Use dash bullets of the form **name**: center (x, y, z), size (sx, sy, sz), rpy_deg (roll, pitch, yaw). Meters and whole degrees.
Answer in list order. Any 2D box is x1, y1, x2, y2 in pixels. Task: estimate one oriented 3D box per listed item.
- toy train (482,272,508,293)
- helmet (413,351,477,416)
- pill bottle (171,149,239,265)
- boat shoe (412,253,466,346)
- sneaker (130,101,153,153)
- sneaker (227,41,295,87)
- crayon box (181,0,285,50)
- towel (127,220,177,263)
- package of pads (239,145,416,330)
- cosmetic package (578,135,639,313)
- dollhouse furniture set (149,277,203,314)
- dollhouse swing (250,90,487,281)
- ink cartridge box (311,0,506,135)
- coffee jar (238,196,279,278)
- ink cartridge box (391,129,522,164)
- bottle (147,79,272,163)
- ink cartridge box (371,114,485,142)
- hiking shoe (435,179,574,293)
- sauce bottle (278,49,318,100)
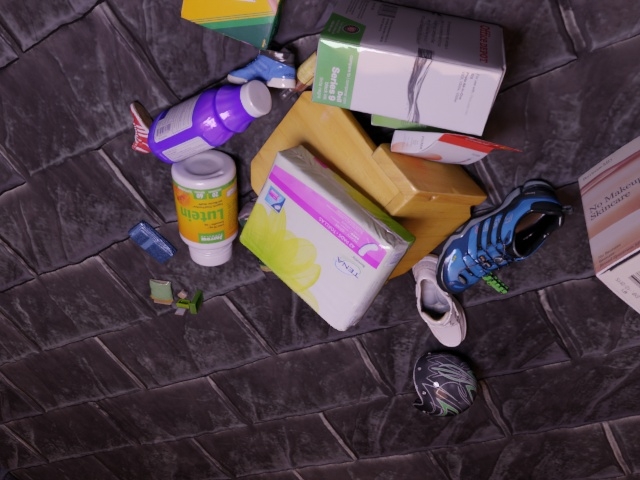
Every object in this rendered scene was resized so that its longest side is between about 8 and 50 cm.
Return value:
- **toy train**: center (0.395, 0.095, 1.444), size (0.083, 0.017, 0.023), rpy_deg (40, 137, -18)
- **helmet**: center (0.309, 0.359, 1.586), size (0.169, 0.169, 0.161), rpy_deg (15, 146, 3)
- **pill bottle**: center (-0.251, -0.066, 1.407), size (0.136, 0.136, 0.246), rpy_deg (9, 130, 8)
- **boat shoe**: center (0.272, 0.163, 1.478), size (0.098, 0.096, 0.277), rpy_deg (-13, 124, 23)
- **sneaker**: center (-0.391, -0.239, 1.367), size (0.067, 0.042, 0.118), rpy_deg (-16, 125, 21)
- **sneaker**: center (-0.112, -0.338, 1.208), size (0.152, 0.058, 0.085), rpy_deg (13, 108, 33)
- **crayon box**: center (-0.126, -0.487, 1.070), size (0.165, 0.081, 0.278), rpy_deg (21, 131, -2)
- **towel**: center (-0.422, 0.007, 1.582), size (0.067, 0.029, 0.119), rpy_deg (-30, 116, 33)
- **package of pads**: center (0.000, 0.000, 1.198), size (0.296, 0.101, 0.229), rpy_deg (41, 125, 18)
- **cosmetic package**: center (0.565, -0.035, 1.111), size (0.129, 0.296, 0.153), rpy_deg (37, 126, -14)
- **dollhouse furniture set**: center (-0.391, 0.155, 1.674), size (0.151, 0.059, 0.076), rpy_deg (8, 129, 9)
- **dollhouse swing**: center (0.080, -0.109, 1.335), size (0.315, 0.305, 0.347), rpy_deg (0, 145, -42)
- **ink cartridge box**: center (0.149, -0.298, 1.063), size (0.289, 0.211, 0.122), rpy_deg (13, 130, 5)
- **coffee jar**: center (-0.117, -0.003, 1.449), size (0.079, 0.096, 0.184), rpy_deg (-6, 126, 23)
- **ink cartridge box**: center (0.237, -0.158, 1.114), size (0.145, 0.179, 0.045), rpy_deg (5, 100, -39)
- **bottle**: center (-0.220, -0.238, 1.247), size (0.282, 0.118, 0.092), rpy_deg (-14, 139, 36)
- **ink cartridge box**: center (0.205, -0.246, 1.158), size (0.209, 0.109, 0.062), rpy_deg (11, 131, 6)
- **hiking shoe**: center (0.349, 0.005, 1.262), size (0.113, 0.132, 0.304), rpy_deg (38, 109, -15)
- **sauce bottle**: center (-0.031, -0.315, 1.210), size (0.128, 0.042, 0.042), rpy_deg (-33, 114, 33)
